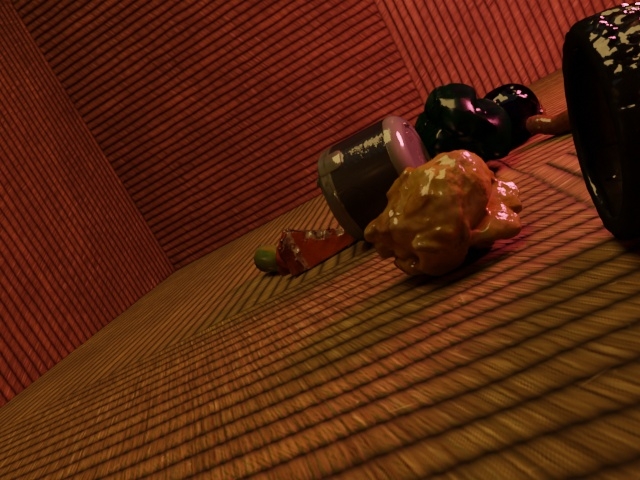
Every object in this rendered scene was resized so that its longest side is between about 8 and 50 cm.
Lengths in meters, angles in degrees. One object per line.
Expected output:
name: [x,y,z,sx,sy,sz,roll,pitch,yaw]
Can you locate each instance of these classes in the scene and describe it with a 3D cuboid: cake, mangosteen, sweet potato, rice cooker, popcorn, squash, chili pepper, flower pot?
cake: [0.001,-0.001,1.429,0.287,0.135,0.098,-22,-6,-13]
mangosteen: [0.592,-0.384,1.539,0.230,0.194,0.194,-6,-3,-29]
sweet potato: [0.654,-0.310,1.282,0.281,0.067,0.059,9,76,67]
rice cooker: [0.149,-0.155,1.310,0.277,0.288,0.288,-25,10,27]
popcorn: [0.203,-0.049,0.842,0.253,0.190,0.191,-26,16,-8]
squash: [-0.144,0.056,1.581,0.095,0.095,0.188,-32,11,-20]
chili pepper: [0.395,-0.293,1.393,0.257,0.248,0.233,-84,16,-57]
flower pot: [0.440,-0.153,0.549,0.267,0.267,0.266,-14,14,20]
